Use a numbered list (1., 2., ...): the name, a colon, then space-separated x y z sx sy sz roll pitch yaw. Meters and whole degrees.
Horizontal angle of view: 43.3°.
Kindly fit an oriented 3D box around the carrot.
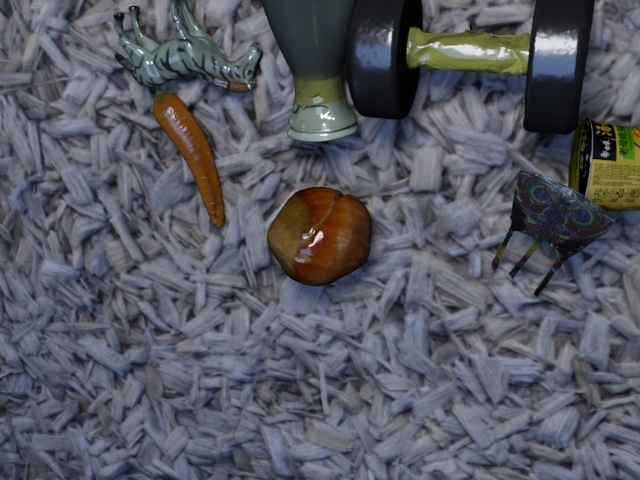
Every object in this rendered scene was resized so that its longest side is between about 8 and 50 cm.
1. carrot: -0.221 -0.146 1.443 0.066 0.062 0.271 -30 107 -6

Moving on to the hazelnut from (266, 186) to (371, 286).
1. hazelnut: 0.000 0.000 1.367 0.182 0.182 0.182 7 114 16

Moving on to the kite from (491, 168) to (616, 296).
1. kite: 0.340 0.004 1.253 0.152 0.015 0.285 31 152 13

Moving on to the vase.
1. vase: -0.012 -0.320 1.243 0.173 0.173 0.321 5 119 17

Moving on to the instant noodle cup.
1. instant noodle cup: 0.437 -0.104 1.190 0.122 0.151 0.152 7 115 7

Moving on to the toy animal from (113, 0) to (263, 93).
1. toy animal: -0.229 -0.333 1.348 0.254 0.090 0.170 8 118 19

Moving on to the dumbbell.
1. dumbbell: 0.214 -0.266 1.157 0.322 0.204 0.204 7 114 16
